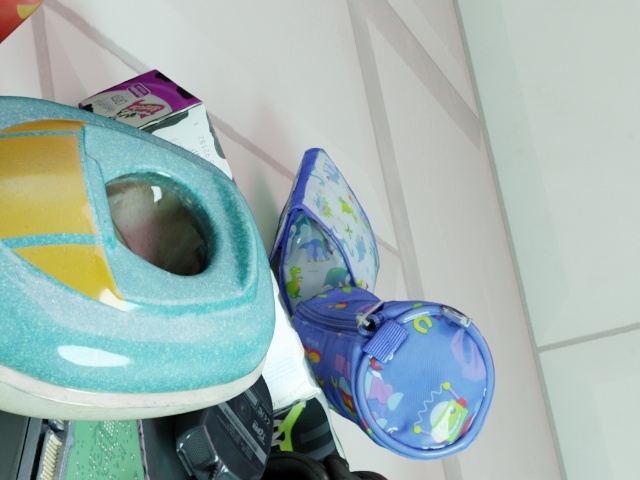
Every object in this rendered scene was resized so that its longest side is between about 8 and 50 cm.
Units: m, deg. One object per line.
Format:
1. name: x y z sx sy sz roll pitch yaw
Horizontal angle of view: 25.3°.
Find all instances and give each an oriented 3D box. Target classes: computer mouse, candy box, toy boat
1. computer mouse: -0.080 0.157 0.885 0.071 0.041 0.242 58 28 -23
2. candy box: -0.091 0.003 1.040 0.233 0.071 0.159 68 -11 -20
3. toy boat: -0.147 -0.056 0.789 0.267 0.148 0.318 7 54 -44

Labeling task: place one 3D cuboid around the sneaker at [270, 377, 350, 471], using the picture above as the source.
1. sneaker: -0.023 0.186 1.188 0.234 0.084 0.097 58 24 -47

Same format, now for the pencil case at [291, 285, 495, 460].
1. pencil case: 0.049 0.104 1.239 0.133 0.119 0.306 50 -9 -9

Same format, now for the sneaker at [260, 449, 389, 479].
1. sneaker: 0.002 0.198 0.998 0.276 0.098 0.135 -34 110 -72

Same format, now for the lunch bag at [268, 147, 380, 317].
1. lunch bag: 0.000 0.000 1.424 0.129 0.096 0.151 -78 158 -59

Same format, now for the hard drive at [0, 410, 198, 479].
1. hard drive: -0.108 0.194 0.922 0.237 0.064 0.339 -89 159 -45
